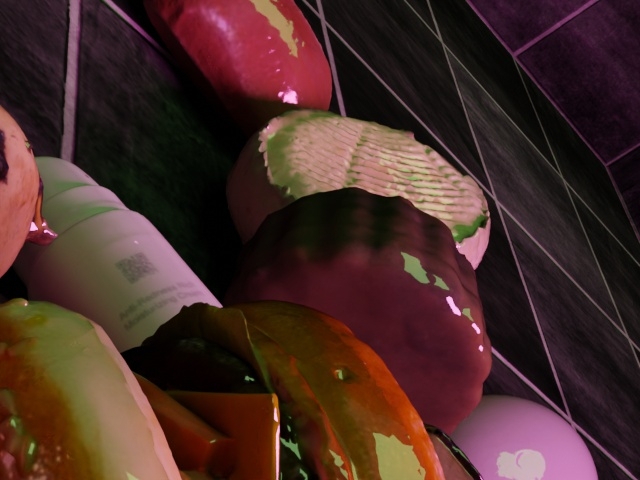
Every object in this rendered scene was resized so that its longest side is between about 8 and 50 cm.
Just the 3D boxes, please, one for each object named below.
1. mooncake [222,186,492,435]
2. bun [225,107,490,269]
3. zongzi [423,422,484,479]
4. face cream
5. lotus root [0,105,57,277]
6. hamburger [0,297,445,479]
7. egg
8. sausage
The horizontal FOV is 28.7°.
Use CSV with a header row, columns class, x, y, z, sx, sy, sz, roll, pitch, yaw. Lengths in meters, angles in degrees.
class,x,y,z,sx,sy,sz,roll,pitch,yaw
mooncake,0.029,0.068,1.033,0.228,0.228,0.124,48,28,-23
bun,0.027,-0.010,1.196,0.259,0.152,0.259,16,33,-11
zongzi,0.081,0.351,0.802,0.356,0.174,0.393,47,31,-6
face cream,-0.104,0.071,0.808,0.345,0.102,0.102,47,13,30
lotus root,-0.241,-0.021,0.658,0.140,0.154,0.257,62,24,-1
hamburger,-0.087,0.157,0.564,0.225,0.291,0.291,-4,58,-33
egg,0.160,0.231,1.159,0.232,0.176,0.176,8,51,-51
sausage,-0.084,-0.211,1.319,0.254,0.148,0.148,52,21,-16
